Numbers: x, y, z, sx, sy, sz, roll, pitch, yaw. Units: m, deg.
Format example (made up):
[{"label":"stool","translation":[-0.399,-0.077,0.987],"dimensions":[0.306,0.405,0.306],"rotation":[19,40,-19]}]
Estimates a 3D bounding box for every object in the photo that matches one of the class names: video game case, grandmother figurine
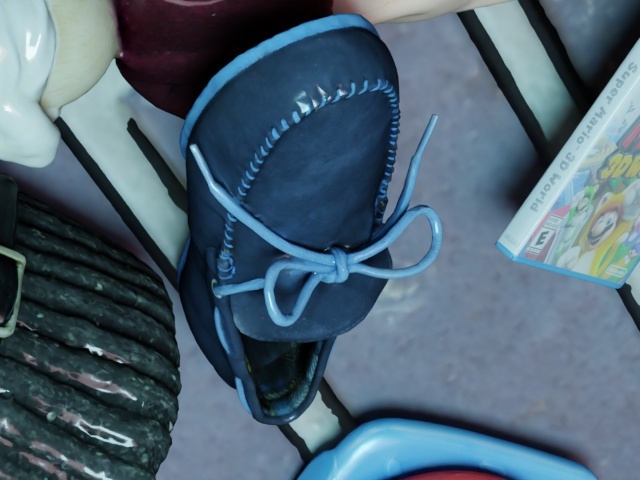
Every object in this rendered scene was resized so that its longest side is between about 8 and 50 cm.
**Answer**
[{"label":"video game case","translation":[0.159,-0.053,0.908],"dimensions":[0.119,0.015,0.166],"rotation":[14,113,-56]},{"label":"grandmother figurine","translation":[-0.013,-0.108,0.782],"dimensions":[0.342,0.104,0.208],"rotation":[-16,147,-20]}]

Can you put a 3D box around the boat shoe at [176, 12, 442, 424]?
[{"label":"boat shoe","translation":[0.000,0.000,0.798],"dimensions":[0.109,0.089,0.258],"rotation":[-19,159,-10]}]

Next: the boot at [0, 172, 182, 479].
[{"label":"boot","translation":[-0.187,0.073,0.715],"dimensions":[0.131,0.348,0.260],"rotation":[-24,126,35]}]

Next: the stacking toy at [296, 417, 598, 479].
[{"label":"stacking toy","translation":[0.085,0.230,0.891],"dimensions":[0.166,0.302,0.175],"rotation":[15,111,-25]}]
